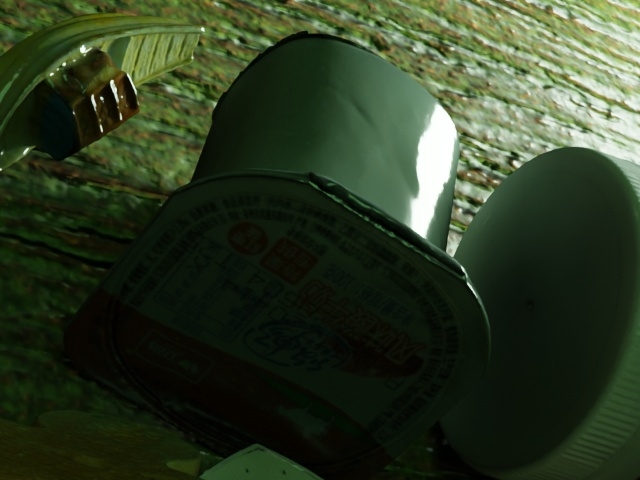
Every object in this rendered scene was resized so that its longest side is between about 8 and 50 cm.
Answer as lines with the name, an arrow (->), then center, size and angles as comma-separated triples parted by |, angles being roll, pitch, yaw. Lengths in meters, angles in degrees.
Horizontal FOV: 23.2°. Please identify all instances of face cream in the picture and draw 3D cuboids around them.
face cream -> 0.195, 0.064, 0.932 | 0.187, 0.201, 0.201 | 18, 48, -27

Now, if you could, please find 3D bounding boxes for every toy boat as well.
toy boat -> -0.135, -0.088, 0.895 | 0.066, 0.065, 0.172 | 39, 46, 13

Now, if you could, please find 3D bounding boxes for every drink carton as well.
drink carton -> 0.000, 0.000, 0.852 | 0.185, 0.191, 0.189 | 33, 37, -10

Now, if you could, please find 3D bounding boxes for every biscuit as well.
biscuit -> -0.114, 0.107, 0.688 | 0.153, 0.030, 0.234 | 17, 3, 7

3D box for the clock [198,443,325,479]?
clock -> -0.015, 0.180, 0.779 | 0.198, 0.064, 0.172 | 9, 54, -34
